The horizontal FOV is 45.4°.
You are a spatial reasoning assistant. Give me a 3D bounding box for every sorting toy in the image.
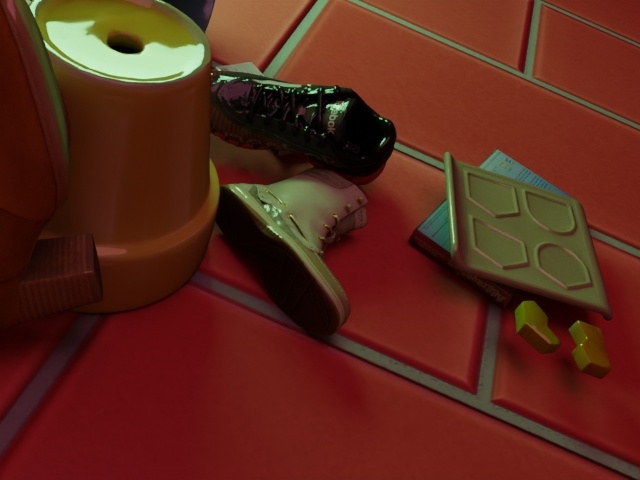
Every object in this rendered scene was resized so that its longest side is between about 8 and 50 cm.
[{"bbox_3d":[0.252,0.027,0.942,0.229,0.041,0.307,20,41,-12],"label":"sorting toy"}]

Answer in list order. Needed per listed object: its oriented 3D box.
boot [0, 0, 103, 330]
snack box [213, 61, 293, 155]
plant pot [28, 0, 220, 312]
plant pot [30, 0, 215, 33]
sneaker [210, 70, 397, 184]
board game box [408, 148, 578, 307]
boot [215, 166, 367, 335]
[{"bbox_3d":[-0.292,-0.040,0.574,0.211,0.295,0.104,-9,37,-12],"label":"boot"},{"bbox_3d":[-0.078,-0.185,1.059,0.064,0.022,0.178,-16,55,-36],"label":"snack box"},{"bbox_3d":[-0.209,-0.099,0.742,0.254,0.239,0.254,14,42,-13],"label":"plant pot"},{"bbox_3d":[-0.282,-0.410,1.015,0.235,0.293,0.293,10,41,6],"label":"plant pot"},{"bbox_3d":[-0.027,-0.150,0.935,0.276,0.135,0.098,18,78,-15],"label":"sneaker"},{"bbox_3d":[0.244,-0.028,1.040,0.145,0.027,0.281,35,42,14],"label":"board game box"},{"bbox_3d":[0.000,0.000,0.862,0.165,0.077,0.213,-18,55,-41],"label":"boot"}]
